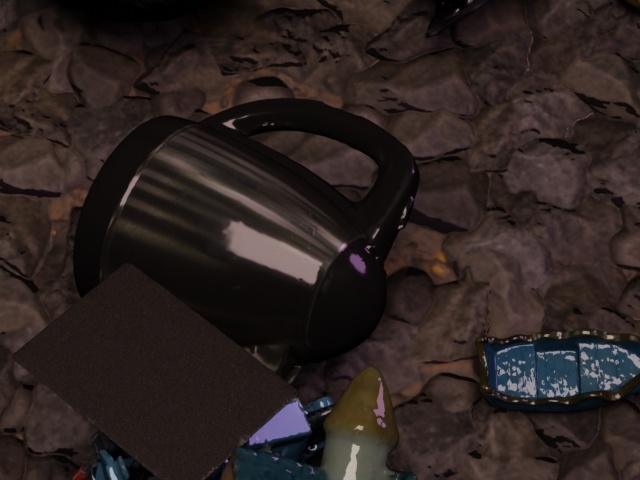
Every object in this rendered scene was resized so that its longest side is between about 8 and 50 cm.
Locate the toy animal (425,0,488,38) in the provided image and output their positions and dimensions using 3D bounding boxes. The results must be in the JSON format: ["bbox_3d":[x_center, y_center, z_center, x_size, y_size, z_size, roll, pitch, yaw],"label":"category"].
[{"bbox_3d":[0.137,-0.314,1.956,0.166,0.138,0.179,-24,73,-25],"label":"toy animal"}]

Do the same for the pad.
[{"bbox_3d":[-0.142,0.115,1.633,0.211,0.003,0.143,36,62,26],"label":"pad"}]

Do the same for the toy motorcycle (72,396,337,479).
[{"bbox_3d":[-0.094,0.197,1.720,0.272,0.182,0.123,-7,67,-42],"label":"toy motorcycle"}]

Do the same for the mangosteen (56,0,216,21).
[{"bbox_3d":[-0.192,-0.375,1.912,0.330,0.330,0.330,-1,68,2],"label":"mangosteen"}]

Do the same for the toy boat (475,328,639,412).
[{"bbox_3d":[0.239,0.118,1.808,0.185,0.077,0.075,0,67,2],"label":"toy boat"}]

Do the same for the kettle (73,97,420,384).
[{"bbox_3d":[-0.051,0.012,1.777,0.271,0.207,0.251,23,40,25],"label":"kettle"}]

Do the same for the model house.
[{"bbox_3d":[-0.003,0.266,1.630,0.267,0.194,0.325,16,82,-18],"label":"model house"}]

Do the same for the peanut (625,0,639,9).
[{"bbox_3d":[0.300,-0.304,1.979,0.187,0.082,0.082,37,74,14],"label":"peanut"}]
